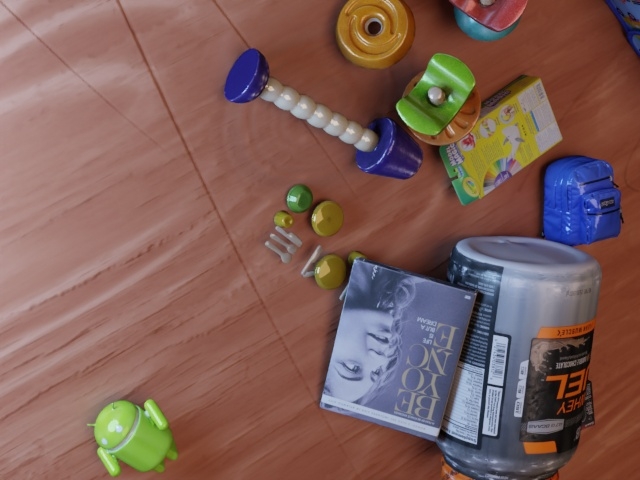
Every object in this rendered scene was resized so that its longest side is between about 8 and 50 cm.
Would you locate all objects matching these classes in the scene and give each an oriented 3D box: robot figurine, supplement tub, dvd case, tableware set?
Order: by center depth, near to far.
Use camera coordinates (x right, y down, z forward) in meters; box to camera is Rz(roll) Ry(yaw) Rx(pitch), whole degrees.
[{"bbox_3d":[-0.230,0.242,1.549,0.101,0.067,0.115,-43,121,11],"label":"robot figurine"},{"bbox_3d":[0.000,0.000,1.633,0.154,0.024,0.104,36,83,-30],"label":"tableware set"},{"bbox_3d":[0.100,0.145,1.652,0.164,0.018,0.221,16,111,8],"label":"dvd case"},{"bbox_3d":[0.262,0.175,1.713,0.207,0.207,0.338,-3,105,-28],"label":"supplement tub"}]

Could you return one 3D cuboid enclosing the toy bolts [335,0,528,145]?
[{"bbox_3d":[0.152,-0.258,1.606,0.218,0.158,0.228,41,94,10],"label":"toy bolts"}]

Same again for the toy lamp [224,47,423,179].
[{"bbox_3d":[0.013,-0.150,1.564,0.275,0.080,0.080,26,91,-32],"label":"toy lamp"}]

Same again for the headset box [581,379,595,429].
[{"bbox_3d":[0.381,0.255,1.901,0.062,0.032,0.083,-18,113,-22],"label":"headset box"}]

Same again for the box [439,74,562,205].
[{"bbox_3d":[0.239,-0.135,1.710,0.179,0.043,0.105,-35,118,-18],"label":"box"}]

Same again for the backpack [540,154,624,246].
[{"bbox_3d":[0.375,-0.059,1.772,0.098,0.101,0.120,-15,107,-31],"label":"backpack"}]

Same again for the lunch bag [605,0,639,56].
[{"bbox_3d":[0.519,-0.290,1.711,0.138,0.221,0.293,-39,118,-13],"label":"lunch bag"}]
